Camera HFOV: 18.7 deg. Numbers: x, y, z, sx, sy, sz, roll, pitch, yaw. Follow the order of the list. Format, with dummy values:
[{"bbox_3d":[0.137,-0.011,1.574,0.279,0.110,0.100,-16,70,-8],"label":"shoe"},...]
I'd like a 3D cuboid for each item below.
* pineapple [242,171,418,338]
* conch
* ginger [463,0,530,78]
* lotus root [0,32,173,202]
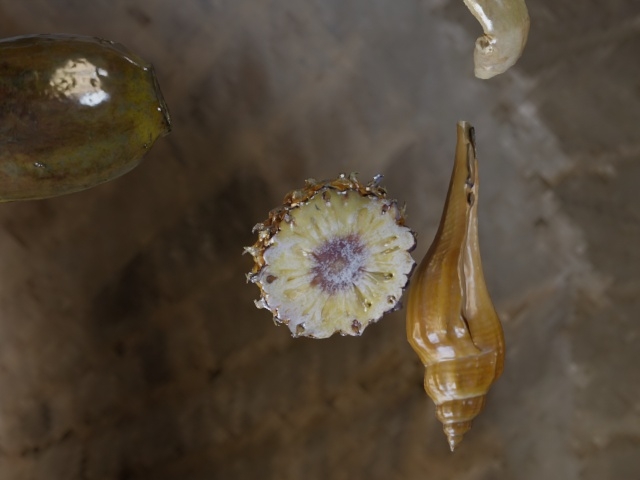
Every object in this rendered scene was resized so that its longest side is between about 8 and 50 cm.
[{"bbox_3d":[0.001,0.003,1.935,0.176,0.161,0.137,-45,-155,-1],"label":"pineapple"},{"bbox_3d":[0.129,0.045,1.952,0.093,0.330,0.109,-8,175,36],"label":"conch"},{"bbox_3d":[0.119,-0.251,1.405,0.089,0.288,0.075,-16,-157,-14],"label":"ginger"},{"bbox_3d":[-0.236,-0.092,1.482,0.241,0.124,0.123,-7,-159,5],"label":"lotus root"}]
